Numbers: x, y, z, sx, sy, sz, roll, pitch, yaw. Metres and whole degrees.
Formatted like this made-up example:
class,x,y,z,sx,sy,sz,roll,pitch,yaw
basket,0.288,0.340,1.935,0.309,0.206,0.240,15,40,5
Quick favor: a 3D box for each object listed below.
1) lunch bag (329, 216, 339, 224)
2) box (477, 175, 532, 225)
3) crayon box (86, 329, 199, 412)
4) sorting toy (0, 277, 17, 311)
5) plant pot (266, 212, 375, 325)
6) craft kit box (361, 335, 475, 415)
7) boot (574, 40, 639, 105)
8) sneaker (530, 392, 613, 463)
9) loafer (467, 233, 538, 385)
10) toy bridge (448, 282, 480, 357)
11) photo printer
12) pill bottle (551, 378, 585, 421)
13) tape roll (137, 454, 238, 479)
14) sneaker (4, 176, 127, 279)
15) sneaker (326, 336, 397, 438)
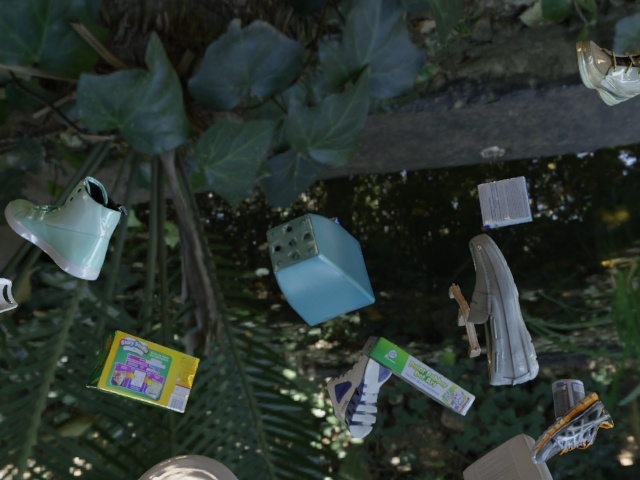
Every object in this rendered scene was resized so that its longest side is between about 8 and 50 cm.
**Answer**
class,x,y,z,sx,sy,sz,roll,pitch,yaw
lunch bag,0.000,0.000,2.121,0.129,0.096,0.151,-17,-159,20
box,0.542,-0.110,1.861,0.137,0.126,0.072,-10,171,22
crayon box,-0.504,0.380,1.824,0.278,0.165,0.081,28,155,-32
sorting toy,-0.550,0.093,1.058,0.075,0.083,0.045,-4,154,-47
plant pot,-0.014,0.051,1.366,0.165,0.165,0.234,-22,148,15
craft kit box,0.224,0.317,1.518,0.250,0.061,0.246,32,169,4
boot,0.556,-0.313,1.112,0.165,0.077,0.213,-9,162,42
sneaker,0.553,0.426,1.390,0.215,0.083,0.084,-35,159,-11
loafer,0.360,0.145,1.325,0.111,0.319,0.112,-15,171,5
toy bridge,0.341,0.180,1.505,0.026,0.188,0.063,-10,142,-2
photo printer,0.551,0.727,1.834,0.256,0.107,0.307,-39,-172,11
pill bottle,0.636,0.429,1.607,0.078,0.137,0.078,3,149,2
tape roll,-0.229,0.534,1.140,0.246,0.246,0.169,-8,142,6
sneaker,-0.440,-0.052,1.103,0.256,0.151,0.094,29,-176,30
sneaker,0.110,0.451,2.036,0.127,0.315,0.182,24,174,-40
